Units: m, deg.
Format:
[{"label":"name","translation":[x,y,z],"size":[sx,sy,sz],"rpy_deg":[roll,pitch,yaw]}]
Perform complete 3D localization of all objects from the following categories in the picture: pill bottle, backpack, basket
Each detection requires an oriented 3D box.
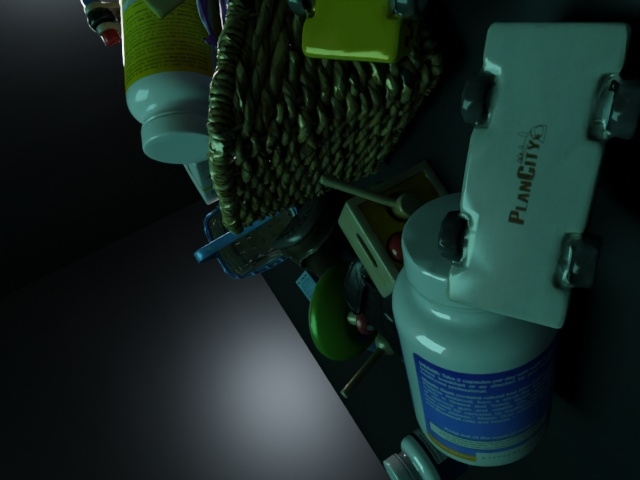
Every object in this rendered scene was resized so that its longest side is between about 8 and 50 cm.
[{"label":"pill bottle","translation":[0.153,0.091,0.515],"size":[0.152,0.152,0.272],"rpy_deg":[48,161,47]},{"label":"pill bottle","translation":[-0.272,-0.325,0.983],"size":[0.188,0.187,0.334],"rpy_deg":[116,147,-74]},{"label":"pill bottle","translation":[0.190,0.343,0.846],"size":[0.094,0.169,0.094],"rpy_deg":[57,167,21]},{"label":"backpack","translation":[0.109,0.067,0.715],"size":[0.152,0.115,0.182],"rpy_deg":[35,156,34]},{"label":"basket","translation":[-0.046,-0.165,0.561],"size":[0.299,0.222,0.214],"rpy_deg":[118,127,-78]},{"label":"basket","translation":[-0.156,-0.027,1.270],"size":[0.201,0.254,0.289],"rpy_deg":[62,-174,5]}]

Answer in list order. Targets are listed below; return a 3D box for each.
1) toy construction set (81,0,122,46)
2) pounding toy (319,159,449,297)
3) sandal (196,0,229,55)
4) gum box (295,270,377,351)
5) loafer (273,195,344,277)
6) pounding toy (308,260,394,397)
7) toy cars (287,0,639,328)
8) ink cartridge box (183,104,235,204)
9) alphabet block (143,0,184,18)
[{"label":"toy construction set","translation":[-0.367,-0.521,1.244],"size":[0.308,0.258,0.237],"rpy_deg":[39,-175,0]},{"label":"pounding toy","translation":[0.083,-0.024,0.591],"size":[0.141,0.130,0.100],"rpy_deg":[59,167,11]},{"label":"sandal","translation":[-0.154,-0.367,0.855],"size":[0.170,0.102,0.416],"rpy_deg":[60,169,16]},{"label":"gum box","translation":[0.045,0.157,1.156],"size":[0.157,0.041,0.184],"rpy_deg":[31,-168,-43]},{"label":"loafer","translation":[0.000,0.000,1.036],"size":[0.130,0.134,0.366],"rpy_deg":[38,176,1]},{"label":"pounding toy","translation":[0.088,0.153,0.938],"size":[0.110,0.183,0.237],"rpy_deg":[4,125,44]},{"label":"toy cars","translation":[0.096,-0.135,0.367],"size":[0.176,0.087,0.394],"rpy_deg":[-33,83,33]},{"label":"ink cartridge box","translation":[-0.233,-0.244,1.206],"size":[0.197,0.198,0.270],"rpy_deg":[59,168,8]},{"label":"alphabet block","translation":[-0.186,-0.412,0.571],"size":[0.194,0.197,0.192],"rpy_deg":[57,-174,22]}]
